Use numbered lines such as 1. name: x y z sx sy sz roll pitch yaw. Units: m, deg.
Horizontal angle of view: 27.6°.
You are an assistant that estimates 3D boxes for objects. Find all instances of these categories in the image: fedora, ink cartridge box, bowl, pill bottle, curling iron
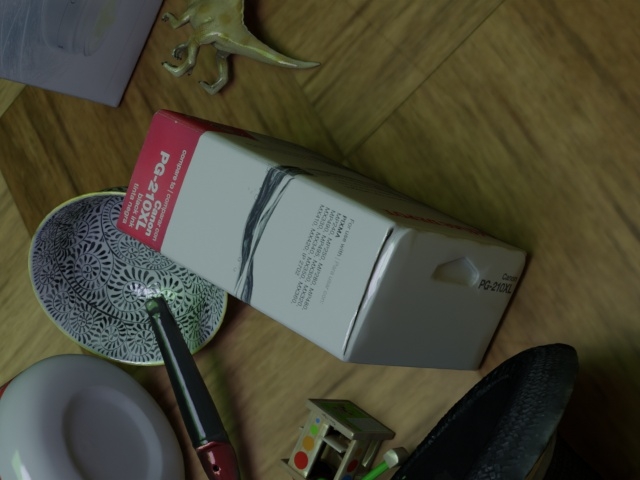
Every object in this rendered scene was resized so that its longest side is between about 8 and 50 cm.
1. fedora: 0.096 0.228 0.811 0.152 0.334 0.334 38 110 1
2. ink cartridge box: 0.000 0.000 0.934 0.237 0.172 0.100 28 101 37
3. bowl: -0.152 0.014 1.094 0.170 0.170 0.080 -38 19 28
4. pill bottle: -0.280 0.240 1.116 0.323 0.181 0.181 -34 64 30
5. curling iron: -0.095 0.176 1.035 0.035 0.068 0.274 149 107 -69

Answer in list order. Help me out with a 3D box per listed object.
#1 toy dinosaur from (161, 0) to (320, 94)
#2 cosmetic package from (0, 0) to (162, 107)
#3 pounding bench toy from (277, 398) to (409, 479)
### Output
1. toy dinosaur: -0.088 -0.174 1.106 0.183 0.053 0.092 47 111 33
2. cosmetic package: -0.251 -0.259 1.138 0.138 0.225 0.224 33 105 34
3. pounding bench toy: 0.021 0.167 0.970 0.083 0.052 0.065 31 103 37
